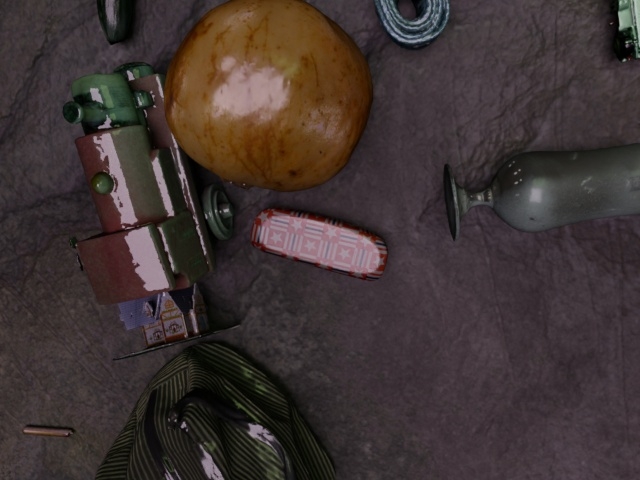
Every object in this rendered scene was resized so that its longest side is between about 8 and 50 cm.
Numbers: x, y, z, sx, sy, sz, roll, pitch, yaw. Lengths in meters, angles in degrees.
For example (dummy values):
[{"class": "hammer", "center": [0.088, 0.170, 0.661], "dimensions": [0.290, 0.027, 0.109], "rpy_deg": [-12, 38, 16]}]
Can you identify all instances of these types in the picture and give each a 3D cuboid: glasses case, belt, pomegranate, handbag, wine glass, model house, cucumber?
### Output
[{"class": "glasses case", "center": [0.000, 0.000, 0.723], "dimensions": [0.195, 0.049, 0.073], "rpy_deg": [16, 103, 6]}, {"class": "belt", "center": [0.074, -0.380, 0.615], "dimensions": [0.088, 0.072, 0.302], "rpy_deg": [-20, 101, 17]}, {"class": "pomegranate", "center": [-0.059, -0.163, 0.604], "dimensions": [0.249, 0.248, 0.247], "rpy_deg": [2, 103, 9]}, {"class": "handbag", "center": [-0.142, 0.334, 0.729], "dimensions": [0.247, 0.240, 0.340], "rpy_deg": [-39, 93, 11]}, {"class": "wine glass", "center": [0.277, -0.061, 0.637], "dimensions": [0.231, 0.103, 0.103], "rpy_deg": [-6, 102, 8]}, {"class": "model house", "center": [-0.222, 0.113, 0.767], "dimensions": [0.167, 0.117, 0.088], "rpy_deg": [-18, 83, 14]}, {"class": "cucumber", "center": [-0.278, -0.321, 0.698], "dimensions": [0.048, 0.048, 0.105], "rpy_deg": [5, 105, 8]}]

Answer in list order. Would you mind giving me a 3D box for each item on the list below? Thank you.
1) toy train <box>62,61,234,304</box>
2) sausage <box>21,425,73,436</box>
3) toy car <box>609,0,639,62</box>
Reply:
[{"class": "toy train", "center": [-0.223, -0.077, 0.654], "dimensions": [0.151, 0.221, 0.304], "rpy_deg": [-12, 101, 12]}, {"class": "sausage", "center": [-0.478, 0.335, 0.898], "dimensions": [0.100, 0.015, 0.015], "rpy_deg": [0, 103, 10]}, {"class": "toy car", "center": [0.371, -0.285, 0.595], "dimensions": [0.073, 0.054, 0.143], "rpy_deg": [-12, 99, 14]}]
